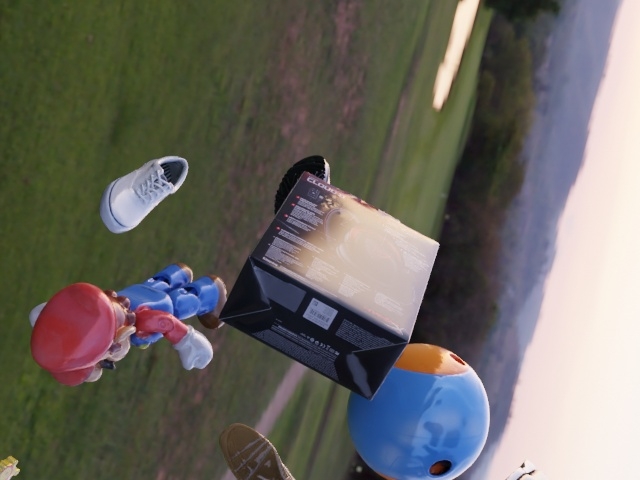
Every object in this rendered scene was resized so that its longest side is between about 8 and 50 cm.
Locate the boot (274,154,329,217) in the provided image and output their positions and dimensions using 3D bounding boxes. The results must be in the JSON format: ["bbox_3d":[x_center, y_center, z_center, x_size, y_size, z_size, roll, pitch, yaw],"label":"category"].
[{"bbox_3d":[0.000,0.000,1.900,0.207,0.094,0.246,51,40,-44],"label":"boot"}]

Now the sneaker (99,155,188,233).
[{"bbox_3d":[-0.339,-0.103,2.052,0.094,0.091,0.258,55,30,-17],"label":"sneaker"}]

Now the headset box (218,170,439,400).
[{"bbox_3d":[0.024,0.043,1.389,0.110,0.218,0.293,-61,-179,30],"label":"headset box"}]

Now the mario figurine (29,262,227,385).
[{"bbox_3d":[-0.281,0.134,1.514,0.320,0.198,0.170,-17,86,-55],"label":"mario figurine"}]

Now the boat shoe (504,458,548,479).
[{"bbox_3d":[0.311,0.422,1.654,0.116,0.097,0.324,-51,163,10],"label":"boat shoe"}]

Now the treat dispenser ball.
[{"bbox_3d":[0.197,0.352,2.147,0.288,0.288,0.288,15,90,-80],"label":"treat dispenser ball"}]

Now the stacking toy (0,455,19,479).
[{"bbox_3d":[-0.584,0.396,1.811,0.052,0.167,0.221,-46,158,-35],"label":"stacking toy"}]

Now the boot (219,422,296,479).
[{"bbox_3d":[-0.108,0.486,2.090,0.095,0.262,0.203,-43,170,-23],"label":"boot"}]
